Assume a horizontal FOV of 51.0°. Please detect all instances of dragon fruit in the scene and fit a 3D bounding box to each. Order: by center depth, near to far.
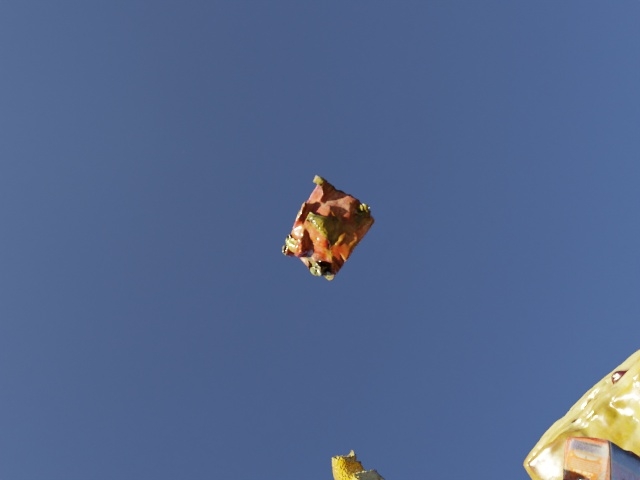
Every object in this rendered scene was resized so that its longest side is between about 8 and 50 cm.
[{"bbox_3d":[0.000,0.000,0.931,0.102,0.147,0.096,36,-128,14],"label":"dragon fruit"}]

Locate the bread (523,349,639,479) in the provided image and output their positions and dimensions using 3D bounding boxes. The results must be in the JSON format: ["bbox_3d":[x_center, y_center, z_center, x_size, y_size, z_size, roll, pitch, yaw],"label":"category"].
[{"bbox_3d":[0.512,0.382,1.066,0.314,0.192,0.370,52,-55,21],"label":"bread"}]

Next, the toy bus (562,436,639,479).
[{"bbox_3d":[0.355,0.289,0.818,0.192,0.065,0.077,32,-118,-45],"label":"toy bus"}]

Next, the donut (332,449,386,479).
[{"bbox_3d":[0.041,0.273,0.779,0.038,0.083,0.067,0,-50,-25],"label":"donut"}]
